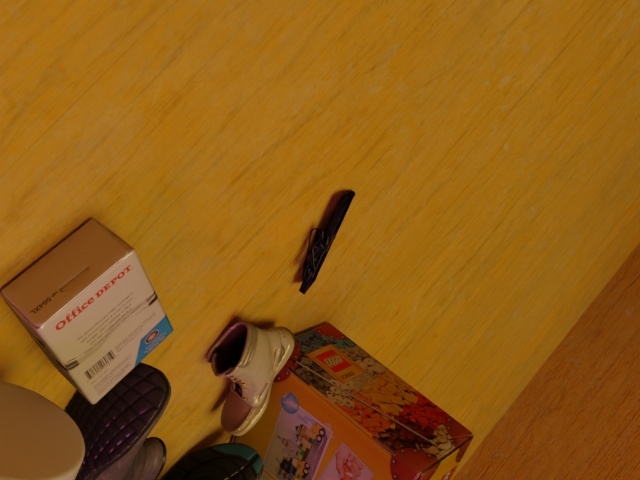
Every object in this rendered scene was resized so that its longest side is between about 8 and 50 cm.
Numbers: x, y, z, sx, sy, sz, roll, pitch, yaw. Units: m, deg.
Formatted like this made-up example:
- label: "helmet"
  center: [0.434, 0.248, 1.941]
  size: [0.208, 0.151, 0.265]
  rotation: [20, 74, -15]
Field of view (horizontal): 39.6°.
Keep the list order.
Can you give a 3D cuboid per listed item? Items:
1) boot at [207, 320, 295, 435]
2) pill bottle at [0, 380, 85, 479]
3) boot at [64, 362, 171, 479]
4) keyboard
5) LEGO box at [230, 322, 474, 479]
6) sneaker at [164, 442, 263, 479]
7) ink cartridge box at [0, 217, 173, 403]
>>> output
- label: "boot"
  center: [-0.141, 0.238, 1.529]
  size: [0.213, 0.077, 0.165]
  rotation: [-62, 153, 3]
- label: "pill bottle"
  center: [-0.440, 0.378, 1.059]
  size: [0.224, 0.224, 0.392]
  rotation: [0, 121, -57]
- label: "boot"
  center: [-0.303, 0.314, 1.348]
  size: [0.338, 0.118, 0.223]
  rotation: [-48, 157, 12]
- label: "keyboard"
  center: [0.000, 0.000, 1.545]
  size: [0.192, 0.038, 0.100]
  rotation: [-66, 174, 19]
- label: "LEGO box"
  center: [0.009, 0.478, 1.715]
  size: [0.193, 0.372, 0.500]
  rotation: [-14, 133, -51]
- label: "sneaker"
  center: [-0.249, 0.499, 1.625]
  size: [0.341, 0.125, 0.139]
  rotation: [-35, 152, -13]
- label: "ink cartridge box"
  center: [-0.288, 0.092, 1.125]
  size: [0.148, 0.086, 0.203]
  rotation: [-43, 150, -22]
